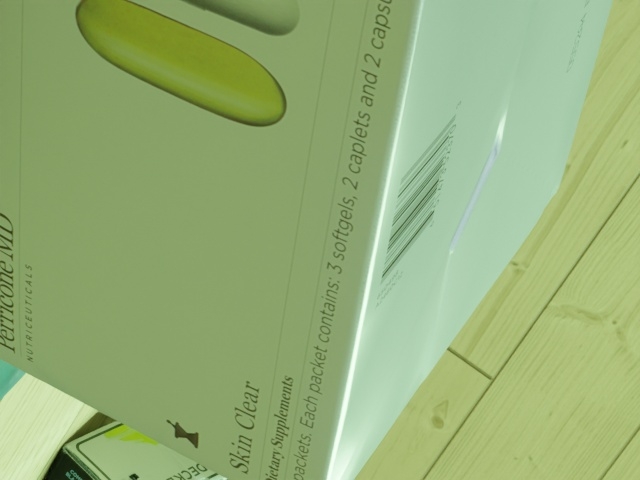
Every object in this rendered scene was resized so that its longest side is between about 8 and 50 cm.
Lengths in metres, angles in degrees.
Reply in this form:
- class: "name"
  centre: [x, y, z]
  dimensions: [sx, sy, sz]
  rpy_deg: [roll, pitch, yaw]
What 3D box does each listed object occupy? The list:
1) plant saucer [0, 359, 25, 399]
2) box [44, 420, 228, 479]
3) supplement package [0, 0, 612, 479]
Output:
- class: "plant saucer"
  centre: [-0.120, -0.014, 0.808]
  dimensions: [0.317, 0.044, 0.317]
  rpy_deg: [-54, 173, -9]
- class: "box"
  centre: [-0.176, 0.261, 1.527]
  dimensions: [0.169, 0.087, 0.290]
  rpy_deg: [-22, 150, -54]
- class: "supplement package"
  centre: [0.001, -0.079, 0.642]
  dimensions: [0.204, 0.145, 0.262]
  rpy_deg: [-50, 159, -40]
